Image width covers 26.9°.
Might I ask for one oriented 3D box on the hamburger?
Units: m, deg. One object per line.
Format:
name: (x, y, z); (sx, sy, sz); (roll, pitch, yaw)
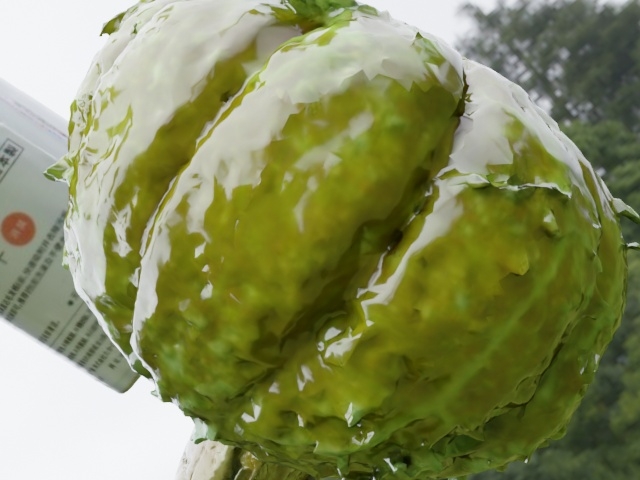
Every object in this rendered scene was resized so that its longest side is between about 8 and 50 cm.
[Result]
hamburger: (-0.064, 0.204, 1.504); (0.265, 0.134, 0.285); (-6, -62, -65)

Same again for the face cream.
face cream: (-0.251, -0.052, 0.917); (0.145, 0.370, 0.145); (-53, 9, 12)

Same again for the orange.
orange: (0.000, 0.000, 0.676); (0.223, 0.300, 0.301); (-55, 5, -1)
